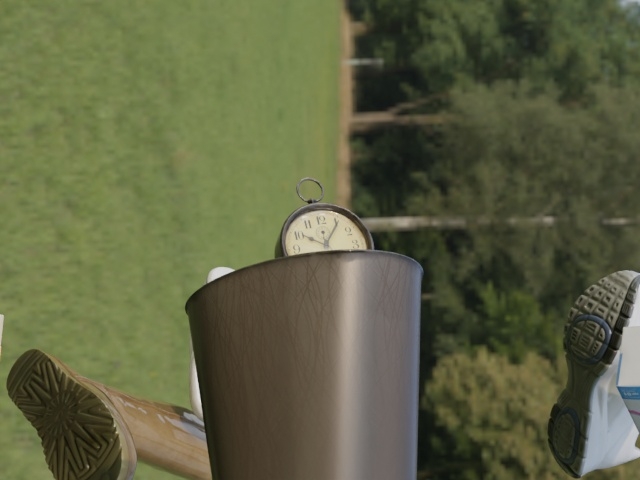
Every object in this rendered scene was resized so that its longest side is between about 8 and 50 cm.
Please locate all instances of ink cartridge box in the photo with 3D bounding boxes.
[{"bbox_3d":[0.401,0.173,1.600,0.122,0.052,0.088,55,40,-40],"label":"ink cartridge box"}]

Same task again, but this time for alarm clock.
[{"bbox_3d":[0.000,0.000,1.797,0.064,0.129,0.192,119,-36,-61],"label":"alarm clock"}]

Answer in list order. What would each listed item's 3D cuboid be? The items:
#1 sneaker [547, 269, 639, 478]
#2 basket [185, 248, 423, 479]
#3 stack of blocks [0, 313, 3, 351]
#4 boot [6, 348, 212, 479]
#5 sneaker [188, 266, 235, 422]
[{"bbox_3d":[0.391,0.173,1.755,0.111,0.129,0.297,-131,-136,-55],"label":"sneaker"},{"bbox_3d":[-0.007,0.144,0.945,0.204,0.154,0.226,-24,-118,45],"label":"basket"},{"bbox_3d":[-0.502,0.248,1.733,0.171,0.087,0.297,-25,-123,51],"label":"stack of blocks"},{"bbox_3d":[-0.191,0.225,1.459,0.269,0.089,0.236,33,10,-46],"label":"boot"},{"bbox_3d":[-0.126,0.138,1.564,0.094,0.080,0.212,-49,-153,41],"label":"sneaker"}]
